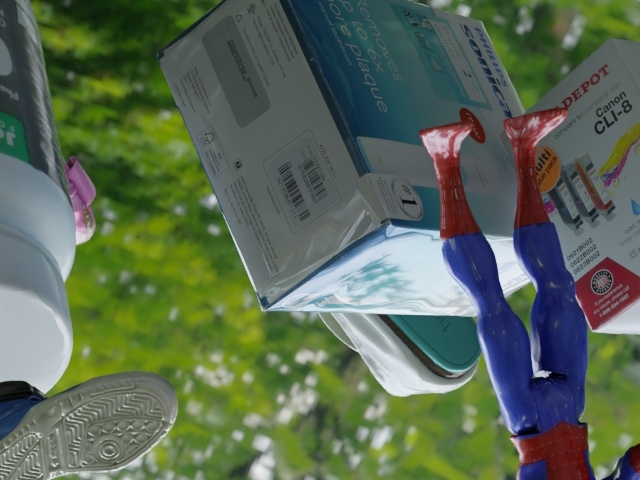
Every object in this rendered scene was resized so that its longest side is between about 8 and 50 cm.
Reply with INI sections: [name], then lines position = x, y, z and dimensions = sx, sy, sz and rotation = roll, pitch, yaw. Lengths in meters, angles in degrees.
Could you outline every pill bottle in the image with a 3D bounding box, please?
[pill bottle]
position = -0.298, -0.046, 1.413
dimensions = 0.204, 0.204, 0.361
rotation = 6, -136, -26

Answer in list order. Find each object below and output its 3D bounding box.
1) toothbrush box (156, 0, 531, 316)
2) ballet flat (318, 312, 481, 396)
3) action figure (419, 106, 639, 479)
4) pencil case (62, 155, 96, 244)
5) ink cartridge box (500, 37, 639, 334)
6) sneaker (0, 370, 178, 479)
[toothbrush box]
position = 0.046, -0.065, 1.369
dimensions = 0.295, 0.126, 0.216
rotation = 7, -125, -55
[ballet flat]
position = 0.000, 0.000, 1.833
dimensions = 0.400, 0.139, 0.139
rotation = 52, -145, -1
[action figure]
position = 0.126, 0.072, 0.916
dimensions = 0.091, 0.280, 0.139
rotation = -9, -179, -23
[pencil case]
position = -0.385, 0.030, 1.652
dimensions = 0.167, 0.160, 0.386
rotation = 39, -124, 19
[ink cartridge box]
position = 0.241, -0.038, 1.335
dimensions = 0.127, 0.128, 0.176
rotation = 4, -126, -44
[sneaker]
position = -0.148, 0.100, 1.025
dimensions = 0.058, 0.152, 0.084
rotation = 55, -167, -23
